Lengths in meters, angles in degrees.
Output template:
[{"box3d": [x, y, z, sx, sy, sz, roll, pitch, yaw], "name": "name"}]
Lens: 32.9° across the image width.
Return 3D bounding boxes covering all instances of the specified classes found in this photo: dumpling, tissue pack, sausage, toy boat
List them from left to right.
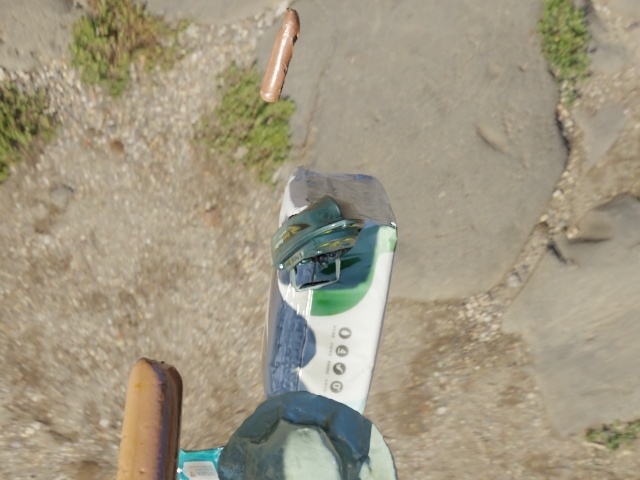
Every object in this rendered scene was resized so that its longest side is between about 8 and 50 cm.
[{"box3d": [-0.239, 0.303, 1.507, 0.086, 0.086, 0.289, 5, 59, -7], "name": "sausage"}, {"box3d": [-0.199, 0.389, 1.857, 0.028, 0.138, 0.085, -31, 109, -49], "name": "tissue pack"}, {"box3d": [-0.063, -0.293, 1.722, 0.036, 0.158, 0.042, -12, 39, -45], "name": "sausage"}, {"box3d": [-0.017, 0.261, 1.247, 0.219, 0.108, 0.153, 4, 99, 10], "name": "dumpling"}, {"box3d": [0.000, 0.000, 1.372, 0.093, 0.246, 0.103, -13, 82, -16], "name": "toy boat"}, {"box3d": [0.011, 0.079, 1.828, 0.194, 0.266, 0.356, 7, 110, -5], "name": "tissue pack"}]
